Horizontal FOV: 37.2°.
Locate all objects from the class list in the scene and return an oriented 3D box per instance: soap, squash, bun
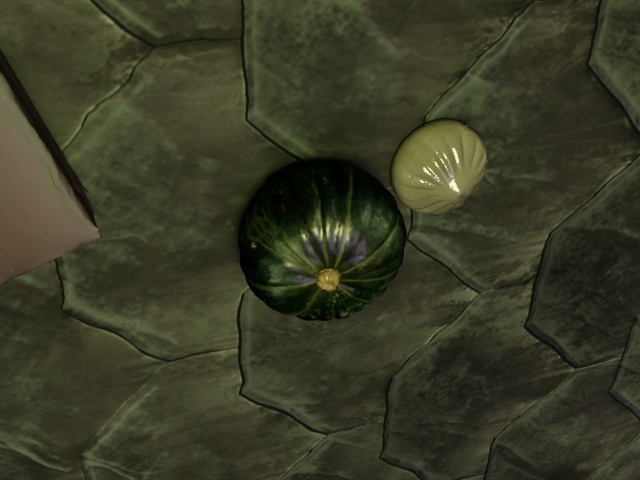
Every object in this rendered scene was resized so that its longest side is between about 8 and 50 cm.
[{"bbox_3d":[-0.421,-0.059,0.989,0.296,0.107,0.285,-25,135,-7],"label":"soap"},{"bbox_3d":[0.000,0.001,1.209,0.218,0.172,0.218,-11,136,-11],"label":"squash"},{"bbox_3d":[0.167,-0.086,1.279,0.138,0.094,0.138,-14,135,-14],"label":"bun"}]
